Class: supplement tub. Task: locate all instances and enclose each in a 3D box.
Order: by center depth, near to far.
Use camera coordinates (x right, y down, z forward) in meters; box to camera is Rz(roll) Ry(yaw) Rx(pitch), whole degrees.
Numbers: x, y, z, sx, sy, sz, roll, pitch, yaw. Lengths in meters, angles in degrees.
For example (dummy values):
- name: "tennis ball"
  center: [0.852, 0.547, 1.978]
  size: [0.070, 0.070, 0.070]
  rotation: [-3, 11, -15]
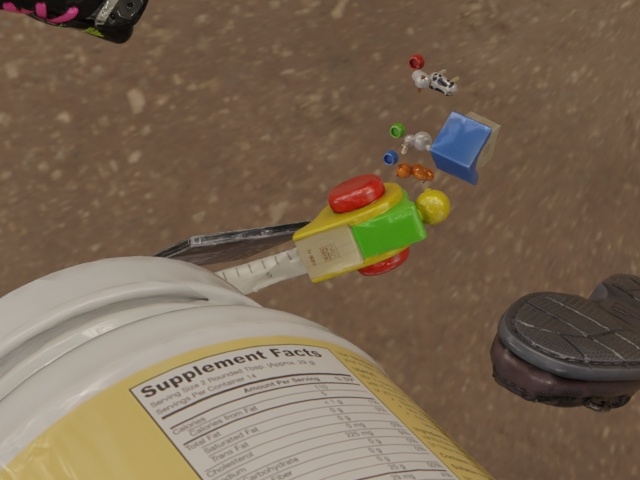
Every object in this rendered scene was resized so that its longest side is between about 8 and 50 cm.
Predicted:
- name: "supplement tub"
  center: [-0.019, 0.173, 0.538]
  size: [0.331, 0.241, 0.241]
  rotation: [41, 115, 44]

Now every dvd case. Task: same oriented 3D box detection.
- name: "dvd case"
  center: [-0.130, 0.012, 1.794]
  size: [0.221, 0.164, 0.018]
  rotation: [-20, 80, 60]

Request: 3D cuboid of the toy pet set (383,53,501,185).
- name: "toy pet set"
  center: [0.103, -0.094, 1.347]
  size: [0.114, 0.065, 0.122]
  rotation: [28, 126, 23]

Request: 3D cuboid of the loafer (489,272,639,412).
- name: "loafer"
  center: [0.209, 0.096, 1.109]
  size: [0.109, 0.302, 0.095]
  rotation: [32, 111, 24]

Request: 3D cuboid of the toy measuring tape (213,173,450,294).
- name: "toy measuring tape"
  center: [0.000, 0.000, 1.721]
  size: [0.330, 0.121, 0.121]
  rotation: [-18, 97, 15]

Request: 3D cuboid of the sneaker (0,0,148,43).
- name: "sneaker"
  center: [-0.109, -0.108, 0.587]
  size: [0.170, 0.063, 0.075]
  rotation: [-29, 110, -20]
